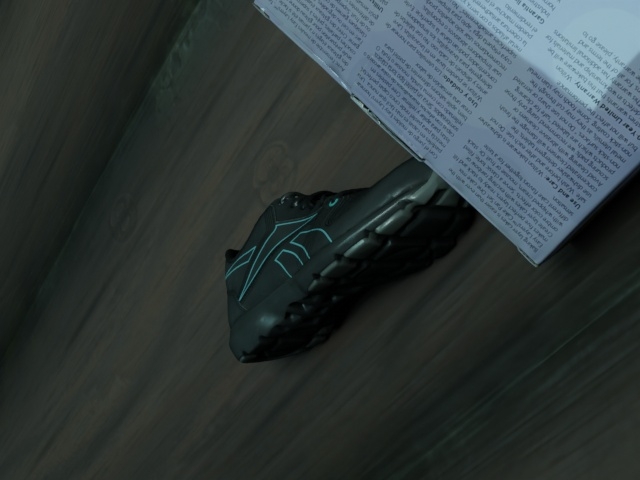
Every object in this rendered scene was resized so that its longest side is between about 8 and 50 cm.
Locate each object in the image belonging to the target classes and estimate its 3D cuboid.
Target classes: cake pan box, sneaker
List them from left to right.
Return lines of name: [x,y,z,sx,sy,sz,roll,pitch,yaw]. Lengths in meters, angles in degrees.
sneaker: [0.000,0.000,0.599,0.267,0.101,0.106,-39,60,40]
cake pan box: [0.111,-0.159,0.442,0.267,0.070,0.245,44,122,14]
